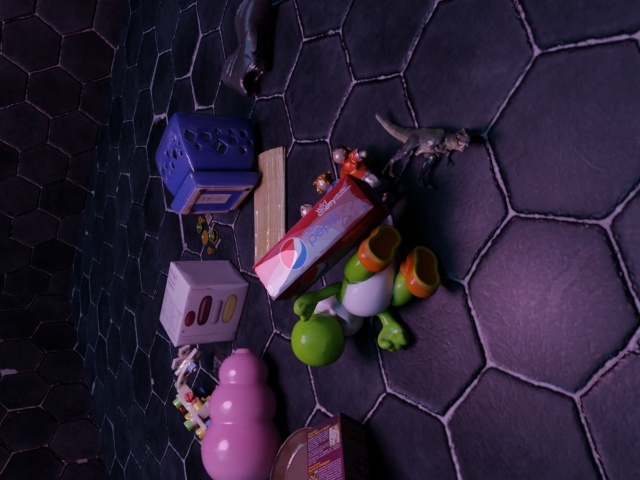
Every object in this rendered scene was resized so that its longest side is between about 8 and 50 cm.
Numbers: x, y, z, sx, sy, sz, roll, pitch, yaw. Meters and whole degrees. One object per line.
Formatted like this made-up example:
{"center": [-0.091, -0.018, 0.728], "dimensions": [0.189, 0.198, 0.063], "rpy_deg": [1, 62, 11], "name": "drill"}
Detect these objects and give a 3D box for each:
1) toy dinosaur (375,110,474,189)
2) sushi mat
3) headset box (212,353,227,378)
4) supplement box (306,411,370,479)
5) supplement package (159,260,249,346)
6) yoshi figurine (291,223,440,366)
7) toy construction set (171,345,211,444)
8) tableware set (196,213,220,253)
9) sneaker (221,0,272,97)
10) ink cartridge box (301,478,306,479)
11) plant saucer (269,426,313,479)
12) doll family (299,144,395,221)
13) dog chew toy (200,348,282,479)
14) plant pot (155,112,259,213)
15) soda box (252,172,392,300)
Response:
{"center": [0.179, -0.166, 0.947], "dimensions": [0.268, 0.064, 0.118], "rpy_deg": [30, 106, 51], "name": "toy dinosaur"}
{"center": [-0.139, -0.090, 1.388], "dimensions": [0.151, 0.019, 0.316], "rpy_deg": [-5, 85, 54], "name": "sushi mat"}
{"center": [-0.303, 0.397, 1.578], "dimensions": [0.083, 0.032, 0.062], "rpy_deg": [17, 103, 51], "name": "headset box"}
{"center": [0.036, 0.461, 1.019], "dimensions": [0.104, 0.081, 0.188], "rpy_deg": [-39, 31, 26], "name": "supplement box"}
{"center": [-0.347, 0.183, 1.509], "dimensions": [0.149, 0.194, 0.203], "rpy_deg": [39, 120, 45], "name": "supplement package"}
{"center": [0.058, 0.141, 0.990], "dimensions": [0.362, 0.203, 0.203], "rpy_deg": [-48, 60, 44], "name": "yoshi figurine"}
{"center": [-0.375, 0.488, 1.546], "dimensions": [0.327, 0.151, 0.215], "rpy_deg": [53, 164, 37], "name": "toy construction set"}
{"center": [-0.382, -0.021, 1.700], "dimensions": [0.104, 0.024, 0.154], "rpy_deg": [-56, 48, 35], "name": "tableware set"}
{"center": [-0.179, -0.533, 1.404], "dimensions": [0.130, 0.109, 0.286], "rpy_deg": [46, 132, 31], "name": "sneaker"}
{"center": [-0.043, 0.665, 1.232], "dimensions": [0.179, 0.045, 0.145], "rpy_deg": [-49, 53, 48], "name": "ink cartridge box"}
{"center": [-0.040, 0.538, 1.176], "dimensions": [0.199, 0.036, 0.198], "rpy_deg": [-35, 35, 30], "name": "plant saucer"}
{"center": [0.056, -0.099, 1.073], "dimensions": [0.163, 0.118, 0.263], "rpy_deg": [50, 133, 19], "name": "doll family"}
{"center": [-0.202, 0.452, 1.323], "dimensions": [0.207, 0.207, 0.331], "rpy_deg": [-21, 64, 50], "name": "dog chew toy"}
{"center": [-0.317, -0.204, 1.441], "dimensions": [0.236, 0.236, 0.212], "rpy_deg": [-38, 62, 51], "name": "plant pot"}
{"center": [0.000, 0.000, 0.940], "dimensions": [0.263, 0.092, 0.083], "rpy_deg": [-44, 67, 18], "name": "soda box"}
